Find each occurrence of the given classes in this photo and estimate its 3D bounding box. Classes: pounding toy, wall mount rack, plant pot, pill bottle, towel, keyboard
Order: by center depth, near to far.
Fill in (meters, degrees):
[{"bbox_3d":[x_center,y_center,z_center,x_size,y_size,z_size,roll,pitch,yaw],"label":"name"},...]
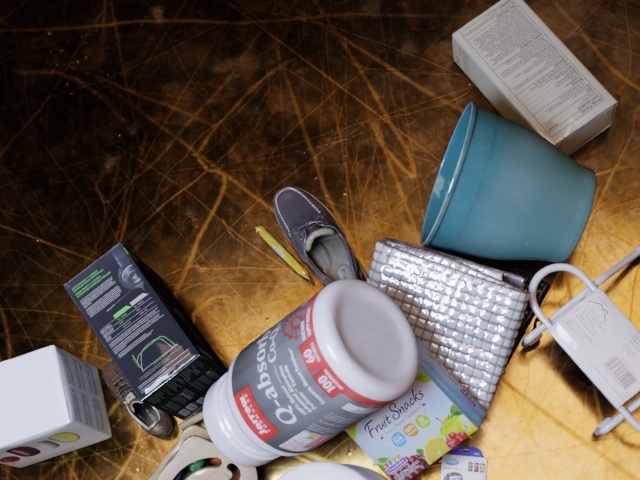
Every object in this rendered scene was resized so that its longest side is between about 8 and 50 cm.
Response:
[{"bbox_3d":[-0.026,0.233,1.648,0.363,0.210,0.210,-39,64,38],"label":"pill bottle"},{"bbox_3d":[0.534,0.163,1.729,0.304,0.130,0.350,-38,75,-1],"label":"wall mount rack"},{"bbox_3d":[0.212,0.139,1.761,0.283,0.121,0.235,17,98,15],"label":"towel"},{"bbox_3d":[0.345,-0.082,1.785,0.255,0.272,0.272,18,75,0],"label":"plant pot"},{"bbox_3d":[-0.205,0.411,1.801,0.154,0.155,0.269,38,90,-10],"label":"pounding toy"},{"bbox_3d":[0.360,0.147,1.820,0.108,0.023,0.180,28,79,17],"label":"keyboard"}]

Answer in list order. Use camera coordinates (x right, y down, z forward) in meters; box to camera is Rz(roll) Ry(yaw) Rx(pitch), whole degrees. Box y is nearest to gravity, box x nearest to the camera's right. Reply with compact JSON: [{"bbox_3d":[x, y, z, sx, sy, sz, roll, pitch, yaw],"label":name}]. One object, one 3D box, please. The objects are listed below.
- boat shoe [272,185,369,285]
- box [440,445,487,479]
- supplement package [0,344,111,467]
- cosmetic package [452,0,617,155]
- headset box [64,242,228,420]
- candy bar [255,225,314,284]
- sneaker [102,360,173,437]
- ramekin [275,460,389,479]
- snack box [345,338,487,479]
[{"bbox_3d":[0.000,0.000,1.890,0.103,0.092,0.285,-32,70,-2],"label":"boat shoe"},{"bbox_3d":[0.250,0.432,1.741,0.081,0.028,0.136,4,70,11],"label":"box"},{"bbox_3d":[-0.520,0.309,1.815,0.194,0.203,0.149,-19,70,3],"label":"supplement package"},{"bbox_3d":[0.408,-0.311,1.917,0.160,0.113,0.309,-34,70,-3],"label":"cosmetic package"},{"bbox_3d":[-0.312,0.165,1.807,0.131,0.246,0.283,-38,69,-4],"label":"headset box"},{"bbox_3d":[-0.068,0.027,1.921,0.161,0.040,0.018,43,93,20],"label":"candy bar"},{"bbox_3d":[-0.348,0.290,1.862,0.188,0.071,0.066,42,83,19],"label":"sneaker"},{"bbox_3d":[0.014,0.506,1.672,0.277,0.135,0.277,-8,65,18],"label":"ramekin"},{"bbox_3d":[0.151,0.299,1.702,0.174,0.070,0.207,47,121,3],"label":"snack box"}]
